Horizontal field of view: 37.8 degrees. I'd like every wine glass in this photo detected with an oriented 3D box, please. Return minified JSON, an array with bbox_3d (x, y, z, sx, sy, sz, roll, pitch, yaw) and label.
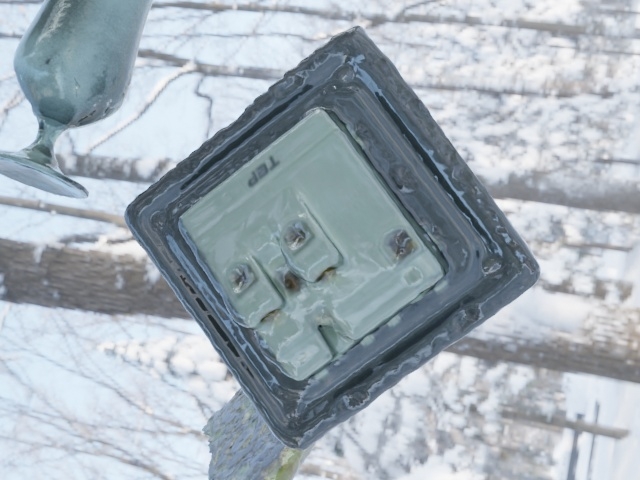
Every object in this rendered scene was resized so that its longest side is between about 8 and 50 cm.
[{"bbox_3d":[-0.212,-0.160,0.820,0.103,0.103,0.231,48,-121,-69],"label":"wine glass"}]

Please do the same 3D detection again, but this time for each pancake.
[{"bbox_3d":[-0.078,0.298,1.477,0.067,0.305,0.427,48,-168,-16],"label":"pancake"}]

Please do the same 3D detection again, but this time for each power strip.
[{"bbox_3d":[-0.001,-0.001,0.727,0.257,0.251,0.092,-38,-14,9],"label":"power strip"}]
